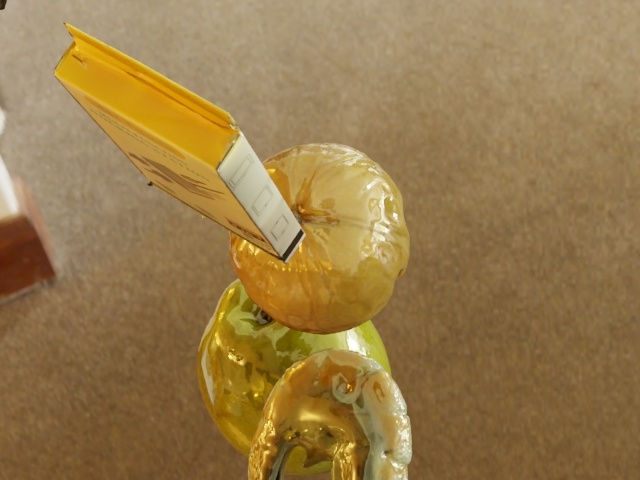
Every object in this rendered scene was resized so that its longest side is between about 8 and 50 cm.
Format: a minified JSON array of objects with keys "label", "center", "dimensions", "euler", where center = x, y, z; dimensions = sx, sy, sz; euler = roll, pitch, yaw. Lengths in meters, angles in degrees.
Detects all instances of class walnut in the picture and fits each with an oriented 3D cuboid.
[{"label":"walnut","center":[0.000,0.000,1.264],"dimensions":[0.195,0.222,0.195],"euler":[0,82,3]}]

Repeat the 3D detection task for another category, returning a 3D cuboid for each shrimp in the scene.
[{"label":"shrimp","center":[0.004,0.220,1.057],"dimensions":[0.145,0.059,0.254],"euler":[3,86,12]}]

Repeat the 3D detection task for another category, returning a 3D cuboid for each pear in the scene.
[{"label":"pear","center":[-0.033,0.178,1.595],"dimensions":[0.253,0.307,0.253],"euler":[-6,48,6]}]

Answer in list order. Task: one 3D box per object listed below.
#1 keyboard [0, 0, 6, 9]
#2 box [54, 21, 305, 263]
[{"label":"keyboard","center":[-0.161,-0.193,0.562],"dimensions":[0.063,0.198,0.010],"euler":[0,43,-25]},{"label":"box","center":[-0.090,-0.056,0.814],"dimensions":[0.129,0.247,0.033],"euler":[31,81,16]}]
